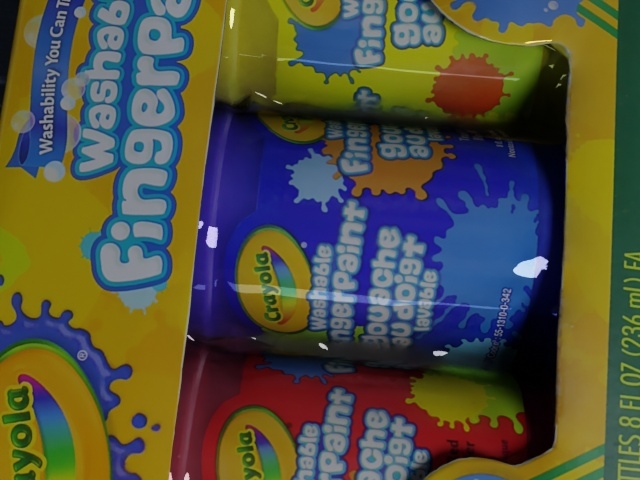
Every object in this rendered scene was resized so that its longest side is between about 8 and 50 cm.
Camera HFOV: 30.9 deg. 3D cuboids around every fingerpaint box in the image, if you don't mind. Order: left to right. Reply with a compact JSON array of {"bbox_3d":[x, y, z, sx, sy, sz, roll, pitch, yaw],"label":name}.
[{"bbox_3d":[0.000,0.000,0.691,0.371,0.444,0.163,6,165,0],"label":"fingerpaint box"}]
